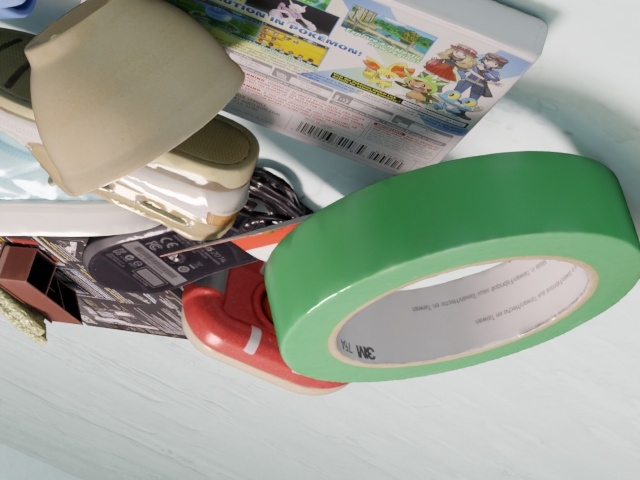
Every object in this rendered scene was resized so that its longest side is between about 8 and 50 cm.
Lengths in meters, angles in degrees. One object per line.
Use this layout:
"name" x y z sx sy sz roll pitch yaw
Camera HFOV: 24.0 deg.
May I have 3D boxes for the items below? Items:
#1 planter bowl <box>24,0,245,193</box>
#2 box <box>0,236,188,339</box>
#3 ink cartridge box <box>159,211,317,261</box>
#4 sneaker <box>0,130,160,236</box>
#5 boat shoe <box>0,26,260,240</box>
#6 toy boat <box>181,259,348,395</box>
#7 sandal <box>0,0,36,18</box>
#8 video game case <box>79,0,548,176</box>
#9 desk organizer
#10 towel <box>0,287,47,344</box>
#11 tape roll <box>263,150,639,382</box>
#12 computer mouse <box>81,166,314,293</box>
"planter bowl" -0.152 -0.126 1.130 0.162 0.162 0.109 -8 120 51
"box" -0.262 0.026 1.825 0.242 0.076 0.307 5 157 32
"ink cartridge box" 0.000 0.000 1.376 0.232 0.066 0.189 -21 -175 -34
"sneaker" -0.330 -0.084 1.427 0.366 0.150 0.135 -2 -167 -7
"boat shoe" -0.205 -0.088 1.313 0.302 0.113 0.103 25 129 9
"toy boat" -0.031 0.068 1.684 0.231 0.151 0.151 24 135 -17
"sandal" -0.283 -0.202 1.165 0.138 0.126 0.317 20 162 -19
"video game case" -0.025 -0.159 1.183 0.329 0.036 0.300 21 161 -7
"desk organizer" -0.324 0.053 1.767 0.050 0.047 0.130 5 156 28
"towel" -0.383 0.061 1.808 0.148 0.027 0.110 46 -179 -20
"tape roll" 0.114 0.031 1.301 0.321 0.077 0.321 -11 157 -5
"computer mouse" -0.125 -0.013 1.592 0.272 0.072 0.188 -13 146 22
